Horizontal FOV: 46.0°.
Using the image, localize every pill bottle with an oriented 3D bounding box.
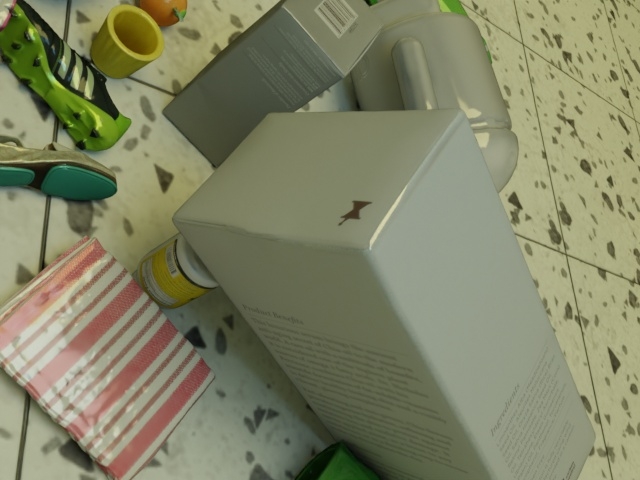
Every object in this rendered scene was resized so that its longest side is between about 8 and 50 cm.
[{"bbox_3d":[-0.142,0.031,0.747,0.065,0.116,0.065,21,57,-37],"label":"pill bottle"}]

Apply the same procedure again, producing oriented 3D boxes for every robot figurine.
[{"bbox_3d":[0.164,-0.185,1.098,0.300,0.200,0.353,19,53,-66],"label":"robot figurine"}]

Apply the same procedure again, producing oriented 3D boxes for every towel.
[{"bbox_3d":[-0.202,0.110,0.701,0.197,0.029,0.144,52,54,-15],"label":"towel"}]

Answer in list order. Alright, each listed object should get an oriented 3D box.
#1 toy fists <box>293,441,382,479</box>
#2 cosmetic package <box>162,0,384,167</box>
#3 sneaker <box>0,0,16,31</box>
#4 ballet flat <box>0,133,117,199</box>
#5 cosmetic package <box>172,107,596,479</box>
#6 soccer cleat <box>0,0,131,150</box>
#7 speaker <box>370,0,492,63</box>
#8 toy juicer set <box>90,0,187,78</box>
[{"bbox_3d":[-0.011,0.339,0.741,0.142,0.096,0.279,48,45,-1],"label":"toy fists"},{"bbox_3d":[-0.059,-0.194,0.857,0.107,0.238,0.127,45,48,-15],"label":"cosmetic package"},{"bbox_3d":[-0.353,-0.181,0.658,0.111,0.103,0.252,31,50,-33],"label":"sneaker"},{"bbox_3d":[-0.272,-0.076,0.722,0.168,0.057,0.052,6,57,-43],"label":"ballet flat"},{"bbox_3d":[0.085,0.099,0.737,0.161,0.230,0.453,-53,130,-28],"label":"cosmetic package"},{"bbox_3d":[-0.267,-0.174,0.779,0.178,0.060,0.072,56,32,-17],"label":"soccer cleat"},{"bbox_3d":[0.165,-0.393,1.261,0.296,0.131,0.131,57,42,-6],"label":"speaker"},{"bbox_3d":[-0.270,-0.355,0.838,0.329,0.090,0.209,46,45,-17],"label":"toy juicer set"}]
